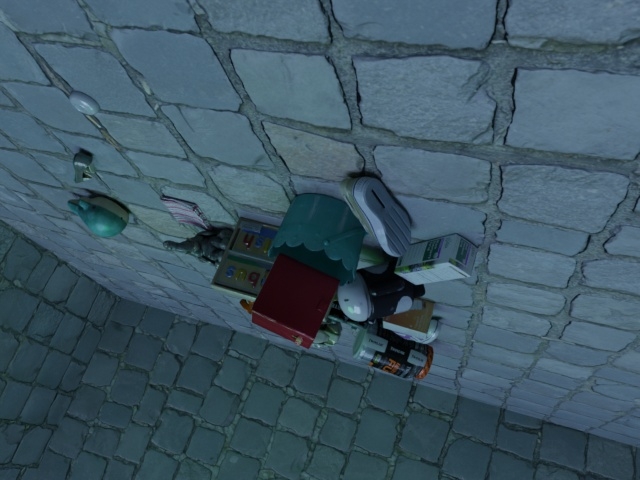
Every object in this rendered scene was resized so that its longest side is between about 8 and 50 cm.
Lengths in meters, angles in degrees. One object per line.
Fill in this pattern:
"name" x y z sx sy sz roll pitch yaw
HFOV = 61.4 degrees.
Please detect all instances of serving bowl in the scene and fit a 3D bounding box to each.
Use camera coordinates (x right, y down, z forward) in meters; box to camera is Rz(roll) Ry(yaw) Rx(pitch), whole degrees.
"serving bowl" -0.646 -0.368 1.466 0.084 0.027 0.083 17 158 7

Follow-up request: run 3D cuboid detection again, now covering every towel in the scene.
"towel" -0.497 -0.095 1.995 0.144 0.029 0.197 15 158 14

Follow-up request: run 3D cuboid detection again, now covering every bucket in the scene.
"bucket" 0.000 0.000 1.588 0.282 0.183 0.281 17 159 7

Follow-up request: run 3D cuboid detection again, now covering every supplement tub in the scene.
"supplement tub" 0.335 0.509 2.494 0.338 0.207 0.207 21 159 -3

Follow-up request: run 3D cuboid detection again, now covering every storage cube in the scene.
"storage cube" -0.076 0.179 1.553 0.193 0.214 0.183 25 160 3

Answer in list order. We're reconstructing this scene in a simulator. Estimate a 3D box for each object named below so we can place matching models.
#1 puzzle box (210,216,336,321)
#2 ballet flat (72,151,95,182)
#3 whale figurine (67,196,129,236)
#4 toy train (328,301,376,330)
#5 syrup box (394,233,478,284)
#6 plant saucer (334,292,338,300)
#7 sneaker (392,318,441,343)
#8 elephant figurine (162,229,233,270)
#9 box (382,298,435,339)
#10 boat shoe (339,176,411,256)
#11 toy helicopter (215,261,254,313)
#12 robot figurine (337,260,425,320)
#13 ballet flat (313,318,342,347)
"puzzle box" -0.133 0.091 1.800 0.410 0.271 0.052 13 158 14
"ballet flat" -0.817 -0.240 1.867 0.068 0.072 0.213 20 159 -17
"whale figurine" -0.924 -0.096 2.208 0.272 0.141 0.216 11 157 22
"toy train" 0.073 0.290 2.311 0.334 0.142 0.190 17 171 1
"syrup box" 0.332 0.059 1.565 0.096 0.093 0.237 29 157 -22
"plant saucer" 0.091 0.206 2.086 0.241 0.037 0.241 -6 176 0
"sneaker" 0.369 0.356 2.247 0.161 0.102 0.282 30 157 -17
"elephant figurine" -0.441 0.023 2.067 0.240 0.169 0.186 6 141 18
"box" 0.337 0.287 2.061 0.171 0.130 0.091 14 159 13
"boat shoe" 0.153 -0.069 1.432 0.094 0.109 0.302 21 156 43
"toy helicopter" -0.349 0.213 2.425 0.355 0.140 0.235 50 177 -25
"robot figurine" 0.192 0.160 1.745 0.279 0.173 0.209 -12 134 -13
"ballet flat" -0.001 0.409 2.333 0.147 0.146 0.409 3 173 36
